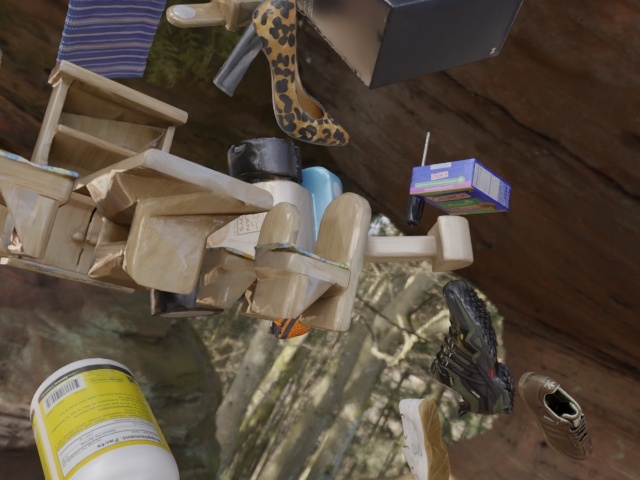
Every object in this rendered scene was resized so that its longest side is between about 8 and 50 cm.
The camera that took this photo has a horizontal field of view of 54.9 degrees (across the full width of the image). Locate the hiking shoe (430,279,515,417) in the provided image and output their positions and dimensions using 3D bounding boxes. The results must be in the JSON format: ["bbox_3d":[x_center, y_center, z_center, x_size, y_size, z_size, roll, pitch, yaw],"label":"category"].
[{"bbox_3d":[0.213,0.173,0.937,0.114,0.227,0.086,-18,9,25],"label":"hiking shoe"}]

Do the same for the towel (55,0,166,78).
[{"bbox_3d":[-0.473,-0.500,1.427,0.243,0.336,0.040,-22,67,-45],"label":"towel"}]

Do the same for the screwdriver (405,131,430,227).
[{"bbox_3d":[0.143,-0.094,0.892,0.025,0.170,0.024,20,-29,-19],"label":"screwdriver"}]

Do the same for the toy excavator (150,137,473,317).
[{"bbox_3d":[0.000,0.000,1.012,0.432,0.222,0.445,-10,-12,22],"label":"toy excavator"}]

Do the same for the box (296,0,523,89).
[{"bbox_3d":[0.165,-0.491,1.206,0.312,0.343,0.179,54,-29,26],"label":"box"}]

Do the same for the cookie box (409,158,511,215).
[{"bbox_3d":[0.186,-0.068,0.815,0.091,0.040,0.107,-3,-16,42],"label":"cookie box"}]

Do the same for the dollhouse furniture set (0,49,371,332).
[{"bbox_3d":[-0.194,-0.077,0.661,0.362,0.257,0.394,19,-12,-34],"label":"dollhouse furniture set"}]

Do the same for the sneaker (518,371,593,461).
[{"bbox_3d":[0.388,0.290,0.980,0.188,0.066,0.071,49,-19,-13],"label":"sneaker"}]

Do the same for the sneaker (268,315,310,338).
[{"bbox_3d":[-0.119,0.138,1.486,0.321,0.180,0.124,21,12,-16],"label":"sneaker"}]

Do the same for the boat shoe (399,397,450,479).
[{"bbox_3d":[0.248,0.516,1.516,0.096,0.277,0.098,-2,9,42],"label":"boat shoe"}]

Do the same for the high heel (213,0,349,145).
[{"bbox_3d":[-0.015,-0.262,0.982,0.261,0.186,0.093,25,31,-29],"label":"high heel"}]

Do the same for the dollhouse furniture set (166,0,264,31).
[{"bbox_3d":[-0.179,-0.534,0.867,0.173,0.356,0.303,-15,61,-29],"label":"dollhouse furniture set"}]

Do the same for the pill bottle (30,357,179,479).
[{"bbox_3d":[-0.343,0.359,0.996,0.188,0.188,0.334,23,13,-42],"label":"pill bottle"}]
